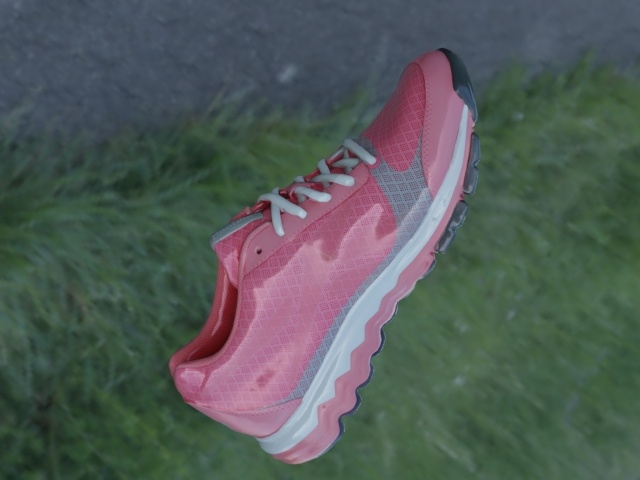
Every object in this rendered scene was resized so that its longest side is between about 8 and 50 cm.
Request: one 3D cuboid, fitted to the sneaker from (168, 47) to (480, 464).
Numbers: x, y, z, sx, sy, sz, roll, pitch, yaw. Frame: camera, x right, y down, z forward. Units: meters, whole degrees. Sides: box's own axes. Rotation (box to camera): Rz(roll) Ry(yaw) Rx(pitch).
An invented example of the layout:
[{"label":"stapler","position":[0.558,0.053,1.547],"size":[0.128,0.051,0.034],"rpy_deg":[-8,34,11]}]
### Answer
[{"label":"sneaker","position":[0.000,0.000,0.955],"size":[0.136,0.116,0.313],"rpy_deg":[24,96,-18]}]
